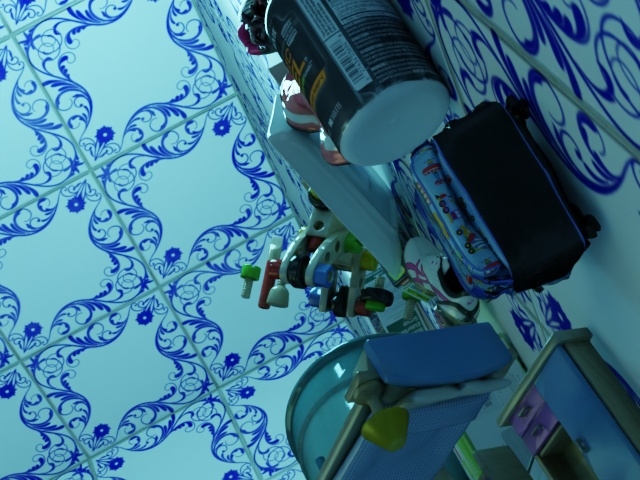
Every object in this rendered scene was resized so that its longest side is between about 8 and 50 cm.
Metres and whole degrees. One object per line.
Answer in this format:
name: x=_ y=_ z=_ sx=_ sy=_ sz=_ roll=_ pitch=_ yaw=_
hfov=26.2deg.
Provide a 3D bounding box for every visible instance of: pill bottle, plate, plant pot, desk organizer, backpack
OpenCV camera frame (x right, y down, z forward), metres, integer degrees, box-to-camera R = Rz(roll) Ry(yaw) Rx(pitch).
pill bottle: x=0.025 y=-0.207 z=1.448 sx=0.245 sy=0.130 sz=0.130 roll=60 pitch=176 yaw=29
plate: x=0.034 y=-0.098 z=2.039 sx=0.277 sy=0.045 sz=0.278 roll=46 pitch=-166 yaw=-14
plant pot: x=0.119 y=0.378 z=2.197 sx=0.334 sy=0.341 sz=0.341 roll=-97 pitch=-17 yaw=-62
desk organizer: x=-0.043 y=-0.267 z=2.432 sx=0.130 sy=0.050 sz=0.047 roll=58 pitch=174 yaw=43
backpack: x=0.154 y=-0.022 z=1.190 sx=0.158 sy=0.117 sz=0.173 roll=62 pitch=179 yaw=14

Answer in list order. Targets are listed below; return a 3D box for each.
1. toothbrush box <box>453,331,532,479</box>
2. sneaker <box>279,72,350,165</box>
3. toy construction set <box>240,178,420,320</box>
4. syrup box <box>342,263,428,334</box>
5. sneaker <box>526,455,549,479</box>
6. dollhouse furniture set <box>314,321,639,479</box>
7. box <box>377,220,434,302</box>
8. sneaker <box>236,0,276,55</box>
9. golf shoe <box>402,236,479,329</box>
toothbrush box: x=0.247 y=0.267 z=1.918 sx=0.206 sy=0.122 sz=0.283 roll=60 pitch=177 yaw=14
sneaker: x=0.021 y=-0.209 z=1.854 sx=0.314 sy=0.116 sz=0.136 roll=-130 pitch=29 yaw=-63
toy construction set: x=0.000 y=0.000 z=2.431 sx=0.257 sy=0.237 sz=0.309 roll=23 pitch=161 yaw=-39
syrup box: x=0.132 y=0.132 z=2.625 sx=0.236 sy=0.093 sz=0.096 roll=63 pitch=175 yaw=-21
sneaker: x=0.309 y=0.322 z=1.563 sx=0.295 sy=0.178 sz=0.123 roll=-55 pitch=-20 yaw=-53
dollhouse furniture set: x=0.139 y=0.244 z=1.287 sx=0.198 sy=0.303 sz=0.286 roll=59 pitch=139 yaw=36
box: x=0.107 y=-0.002 z=2.175 sx=0.114 sy=0.036 sz=0.207 roll=27 pitch=-153 yaw=-54
sneaker: x=-0.055 y=-0.313 z=1.854 sx=0.120 sy=0.112 sz=0.299 roll=61 pitch=175 yaw=8
golf shoe: x=0.170 y=0.045 z=1.876 sx=0.186 sy=0.068 sz=0.086 roll=-122 pitch=32 yaw=-46
